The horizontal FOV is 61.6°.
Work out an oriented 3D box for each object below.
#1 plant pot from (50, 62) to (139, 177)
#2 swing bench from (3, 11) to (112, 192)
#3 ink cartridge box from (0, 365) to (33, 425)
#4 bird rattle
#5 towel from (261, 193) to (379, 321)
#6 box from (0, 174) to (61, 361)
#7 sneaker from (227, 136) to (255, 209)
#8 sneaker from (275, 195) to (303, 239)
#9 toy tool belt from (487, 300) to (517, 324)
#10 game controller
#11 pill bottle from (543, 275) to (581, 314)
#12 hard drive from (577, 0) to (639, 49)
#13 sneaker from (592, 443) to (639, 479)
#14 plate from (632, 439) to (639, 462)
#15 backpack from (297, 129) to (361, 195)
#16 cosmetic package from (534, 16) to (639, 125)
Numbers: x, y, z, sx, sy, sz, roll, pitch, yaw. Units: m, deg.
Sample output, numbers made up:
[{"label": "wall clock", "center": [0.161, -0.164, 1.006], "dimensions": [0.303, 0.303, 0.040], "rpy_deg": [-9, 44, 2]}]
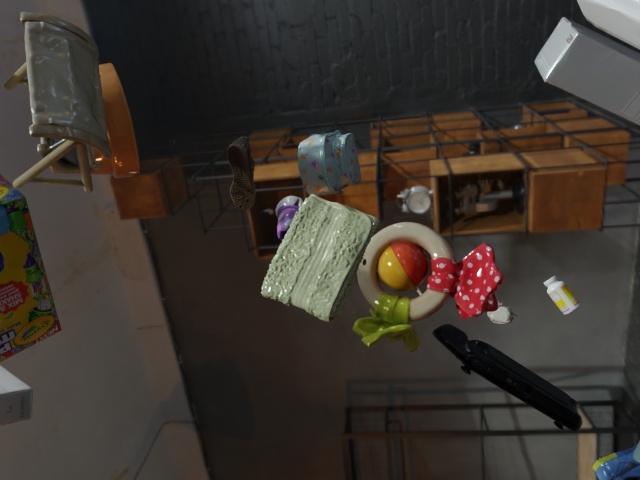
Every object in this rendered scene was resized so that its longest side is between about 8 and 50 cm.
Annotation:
[{"label": "plant pot", "center": [-0.601, -0.290, 1.367], "dimensions": [0.291, 0.203, 0.291], "rpy_deg": [47, 144, 50]}, {"label": "swing bench", "center": [-0.522, -0.263, 1.081], "dimensions": [0.165, 0.255, 0.253], "rpy_deg": [0, -108, -37]}, {"label": "ink cartridge box", "center": [-0.724, 0.286, 0.996], "dimensions": [0.261, 0.296, 0.066], "rpy_deg": [2, -87, -47]}, {"label": "bird rattle", "center": [0.155, 0.064, 0.870], "dimensions": [0.207, 0.253, 0.143], "rpy_deg": [60, -157, 18]}, {"label": "towel", "center": [-0.002, 0.017, 0.658], "dimensions": [0.148, 0.110, 0.027], "rpy_deg": [-65, -21, -18]}, {"label": "box", "center": [-0.582, 0.062, 0.781], "dimensions": [0.290, 0.177, 0.279], "rpy_deg": [-31, -38, -39]}, {"label": "sneaker", "center": [-0.180, -0.163, 1.310], "dimensions": [0.071, 0.066, 0.188], "rpy_deg": [-61, -21, -47]}, {"label": "sneaker", "center": [0.000, 0.000, 1.185], "dimensions": [0.095, 0.236, 0.104], "rpy_deg": [-55, 12, 38]}, {"label": "toy tool belt", "center": [0.432, 0.175, 1.311], "dimensions": [0.051, 0.083, 0.052], "rpy_deg": [-2, -77, -49]}, {"label": "game controller", "center": [0.352, 0.258, 1.014], "dimensions": [0.067, 0.319, 0.166], "rpy_deg": [-59, 22, -4]}, {"label": "pill bottle", "center": [0.537, 0.121, 1.198], "dimensions": [0.083, 0.043, 0.043], "rpy_deg": [57, -178, 14]}, {"label": "hard drive", "center": [0.408, -0.260, 0.386], "dimensions": [0.047, 0.353, 0.233], "rpy_deg": [42, -160, -32]}, {"label": "sneaker", "center": [0.711, 0.497, 1.184], "dimensions": [0.082, 0.209, 0.069], "rpy_deg": [-119, 16, -50]}, {"label": "plate", "center": [0.641, 0.337, 0.967], "dimensions": [0.024, 0.188, 0.188], "rpy_deg": [56, 179, 18]}, {"label": "backpack", "center": [0.022, -0.199, 1.393], "dimensions": [0.188, 0.144, 0.165], "rpy_deg": [-33, -63, -58]}, {"label": "cosmetic package", "center": [0.530, -0.306, 0.987], "dimensions": [0.127, 0.238, 0.107], "rpy_deg": [-71, 3, -54]}]
